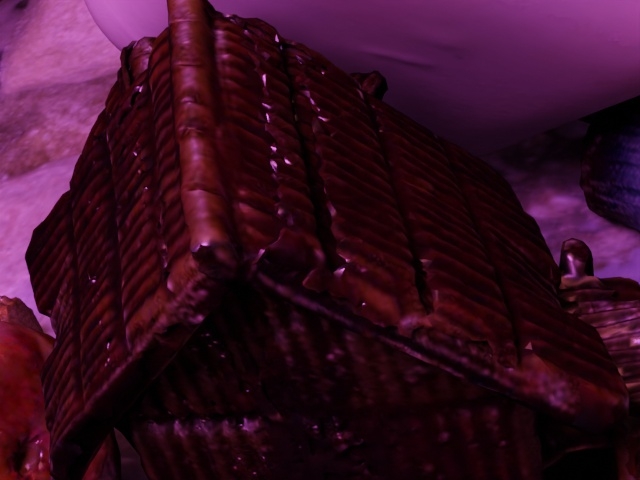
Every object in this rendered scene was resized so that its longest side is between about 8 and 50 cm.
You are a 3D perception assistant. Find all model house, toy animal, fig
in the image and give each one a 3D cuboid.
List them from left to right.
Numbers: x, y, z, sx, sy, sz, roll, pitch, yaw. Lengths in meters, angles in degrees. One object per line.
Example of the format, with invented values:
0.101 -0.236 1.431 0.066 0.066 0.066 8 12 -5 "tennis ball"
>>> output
-0.218 0.118 0.920 0.231 0.143 0.160 4 65 29 "fig"
0.000 0.000 0.834 0.297 0.282 0.317 -18 39 8 "model house"
0.199 -0.104 0.986 0.179 0.116 0.218 19 61 39 "toy animal"

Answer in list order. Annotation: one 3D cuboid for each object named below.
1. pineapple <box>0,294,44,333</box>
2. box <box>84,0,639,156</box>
-0.228 0.077 1.053 0.124 0.058 0.058 -22 38 13 "pineapple"
0.045 -0.148 0.891 0.349 0.289 0.141 -20 58 64 "box"
